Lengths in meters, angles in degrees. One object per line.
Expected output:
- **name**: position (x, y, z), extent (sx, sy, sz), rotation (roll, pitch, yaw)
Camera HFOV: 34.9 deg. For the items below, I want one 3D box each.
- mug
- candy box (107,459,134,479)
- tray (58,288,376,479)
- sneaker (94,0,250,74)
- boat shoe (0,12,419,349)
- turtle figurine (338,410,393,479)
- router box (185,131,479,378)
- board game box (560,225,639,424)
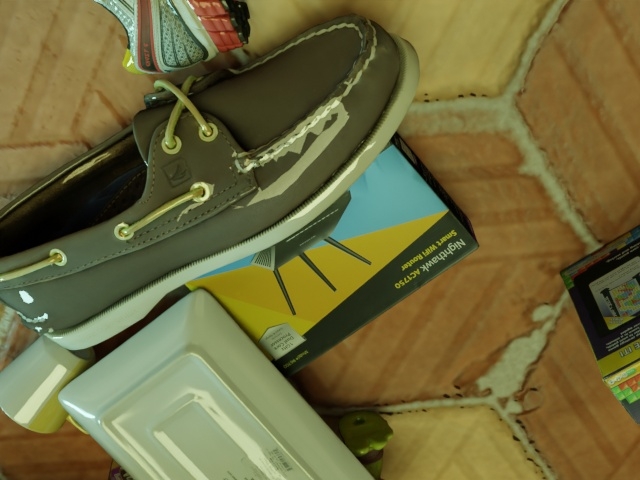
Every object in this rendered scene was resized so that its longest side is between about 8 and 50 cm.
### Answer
- **mug**: position (-0.197, 0.103, 0.769), extent (0.078, 0.062, 0.064), rotation (30, 107, -39)
- **candy box**: position (-0.126, 0.277, 0.831), extent (0.053, 0.109, 0.187), rotation (-11, 117, 4)
- **tray**: position (-0.054, 0.175, 0.742), extent (0.145, 0.030, 0.270), rotation (-37, 104, 14)
- **sneaker**: position (-0.131, -0.192, 0.587), extent (0.093, 0.088, 0.225), rotation (-24, 116, 14)
- **boat shoe**: position (-0.089, -0.044, 0.646), extent (0.324, 0.116, 0.097), rotation (-32, 132, 21)
- **turtle figurine**: position (0.036, 0.247, 0.828), extent (0.269, 0.087, 0.217), rotation (-8, 111, 13)
- **router box**: position (0.000, 0.000, 0.715), extent (0.179, 0.046, 0.133), rotation (-36, 113, 17)
- **board game box**: position (0.257, 0.027, 0.678), extent (0.170, 0.141, 0.048), rotation (-33, 114, 17)
